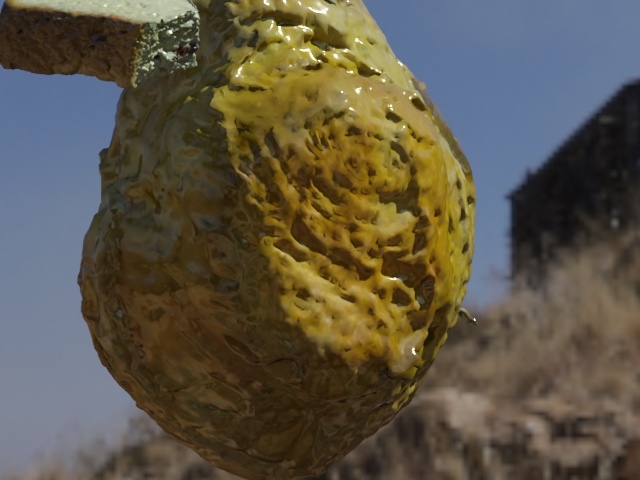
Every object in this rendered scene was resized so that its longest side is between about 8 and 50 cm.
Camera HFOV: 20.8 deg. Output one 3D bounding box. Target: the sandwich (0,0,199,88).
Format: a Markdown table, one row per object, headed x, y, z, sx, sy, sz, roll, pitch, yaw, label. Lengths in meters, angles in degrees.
| x | y | z | sx | sy | sz | roll | pitch | yaw | label |
| --- | --- | --- | --- | --- | --- | --- | --- | --- | --- |
| -0.101 | -0.110 | 0.857 | 0.093 | 0.036 | 0.105 | 8 | 28 | 5 | sandwich |

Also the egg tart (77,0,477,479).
| x | y | z | sx | sy | sz | roll | pitch | yaw | label |
| --- | --- | --- | --- | --- | --- | --- | --- | --- | --- |
| 0.000 | 0.000 | 1.240 | 0.339 | 0.352 | 0.153 | 28 | -10 | -32 | egg tart |
